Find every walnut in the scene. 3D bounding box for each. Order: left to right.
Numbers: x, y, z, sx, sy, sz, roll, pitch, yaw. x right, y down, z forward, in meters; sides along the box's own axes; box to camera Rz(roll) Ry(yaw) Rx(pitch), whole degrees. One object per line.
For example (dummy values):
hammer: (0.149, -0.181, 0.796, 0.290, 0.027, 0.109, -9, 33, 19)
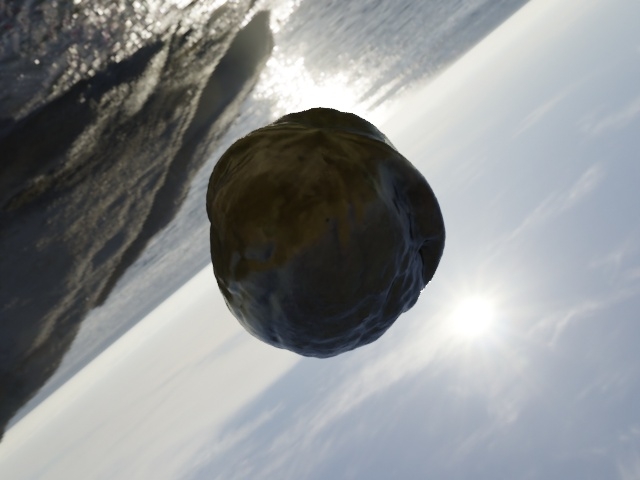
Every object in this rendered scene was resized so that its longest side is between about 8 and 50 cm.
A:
walnut: (0.000, 0.000, 0.744, 0.283, 0.283, 0.227, -36, -157, 39)
